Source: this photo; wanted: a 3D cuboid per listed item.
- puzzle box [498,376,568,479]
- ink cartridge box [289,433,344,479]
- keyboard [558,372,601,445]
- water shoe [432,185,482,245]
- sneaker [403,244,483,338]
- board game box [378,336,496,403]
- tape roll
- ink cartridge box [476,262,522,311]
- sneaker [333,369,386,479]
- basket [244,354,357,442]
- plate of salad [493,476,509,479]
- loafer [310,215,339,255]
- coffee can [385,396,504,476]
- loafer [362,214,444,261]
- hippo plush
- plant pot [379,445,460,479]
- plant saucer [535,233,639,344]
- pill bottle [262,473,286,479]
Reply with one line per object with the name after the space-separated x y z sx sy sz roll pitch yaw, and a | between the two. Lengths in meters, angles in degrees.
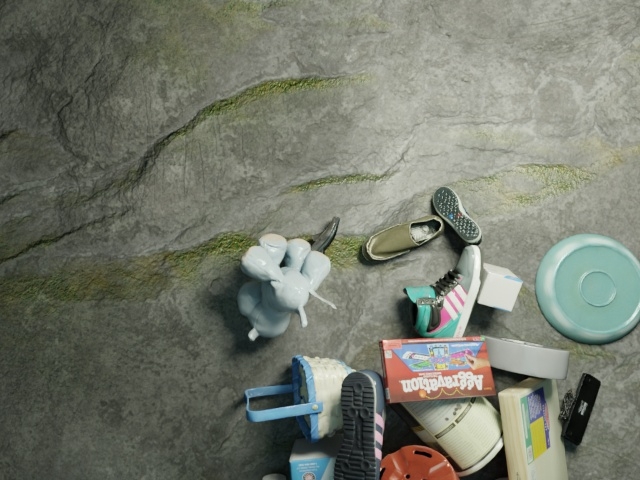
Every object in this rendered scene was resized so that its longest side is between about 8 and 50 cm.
0.553 0.565 1.195 0.052 0.272 0.408 -10 80 43 | puzzle box
0.036 0.667 1.214 0.198 0.197 0.269 -5 83 1 | ink cartridge box
0.699 0.451 1.294 0.100 0.038 0.192 35 73 -17 | keyboard
0.388 -0.065 1.351 0.073 0.080 0.203 -32 58 11 | water shoe
0.324 0.138 1.300 0.179 0.124 0.295 16 91 -4 | sneaker
0.284 0.310 1.142 0.282 0.027 0.145 1 69 -16 | board game box
0.524 0.301 1.229 0.219 0.219 0.072 8 84 3 | tape roll
0.475 0.122 1.296 0.092 0.143 0.089 15 102 3 | ink cartridge box
0.110 0.464 1.104 0.112 0.131 0.318 4 85 30 | sneaker
-0.051 0.406 1.218 0.289 0.255 0.200 0 86 -10 | basket
0.516 0.744 1.268 0.200 0.048 0.199 0 84 1 | plate of salad
0.000 0.000 1.358 0.061 0.062 0.170 28 84 9 | loafer
0.315 0.432 1.229 0.201 0.201 0.275 -43 84 -3 | coffee can
0.236 -0.014 1.337 0.251 0.087 0.094 -25 84 -1 | loafer
-0.099 0.147 1.286 0.294 0.234 0.236 46 131 21 | hippo plush
0.253 0.651 1.120 0.273 0.272 0.265 -25 120 -1 | plant pot
0.773 0.135 1.329 0.318 0.043 0.317 0 83 2 | plant saucer
-0.126 0.718 1.270 0.086 0.086 0.151 0 83 2 | pill bottle
